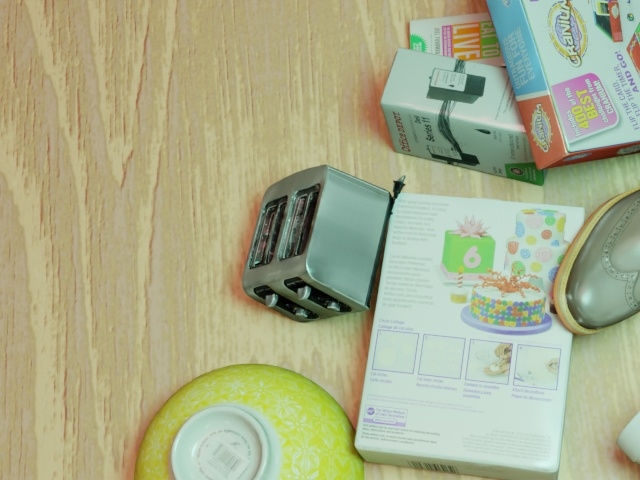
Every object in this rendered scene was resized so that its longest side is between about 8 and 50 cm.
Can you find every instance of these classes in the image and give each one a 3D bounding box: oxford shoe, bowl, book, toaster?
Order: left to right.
[{"bbox_3d":[-0.101,0.271,1.511,0.289,0.156,0.289,-4,69,10],"label":"bowl"},{"bbox_3d":[0.000,0.000,1.584,0.110,0.168,0.186,24,70,-28],"label":"toaster"},{"bbox_3d":[0.195,-0.262,1.730,0.144,0.035,0.096,-5,64,11],"label":"book"},{"bbox_3d":[0.423,-0.019,1.484,0.363,0.133,0.130,-39,99,-16],"label":"oxford shoe"}]

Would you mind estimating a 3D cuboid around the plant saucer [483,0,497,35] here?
[{"bbox_3d":[0.331,-0.366,1.714,0.259,0.048,0.258,-14,67,-4],"label":"plant saucer"}]

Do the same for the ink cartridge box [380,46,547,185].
[{"bbox_3d":[0.192,-0.157,1.622,0.208,0.153,0.087,14,72,18],"label":"ink cartridge box"}]

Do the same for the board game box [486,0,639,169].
[{"bbox_3d":[0.373,-0.227,1.548,0.316,0.064,0.242,-10,79,-26],"label":"board game box"}]

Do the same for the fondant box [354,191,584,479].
[{"bbox_3d":[0.186,0.115,1.547,0.238,0.096,0.330,5,71,13],"label":"fondant box"}]

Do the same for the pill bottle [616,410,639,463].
[{"bbox_3d":[0.461,0.277,1.396,0.153,0.153,0.265,-39,67,-5],"label":"pill bottle"}]
